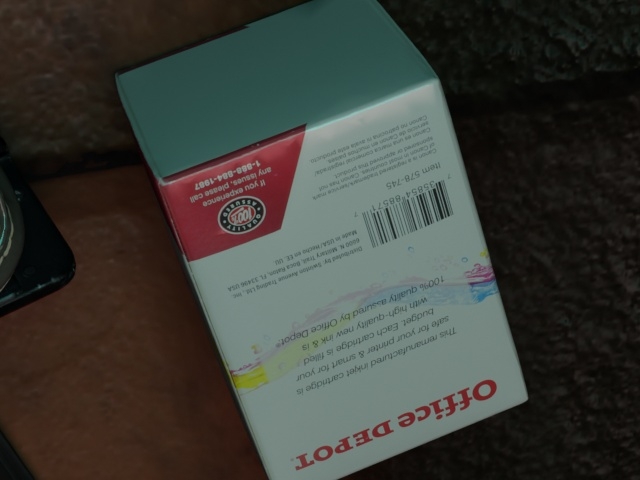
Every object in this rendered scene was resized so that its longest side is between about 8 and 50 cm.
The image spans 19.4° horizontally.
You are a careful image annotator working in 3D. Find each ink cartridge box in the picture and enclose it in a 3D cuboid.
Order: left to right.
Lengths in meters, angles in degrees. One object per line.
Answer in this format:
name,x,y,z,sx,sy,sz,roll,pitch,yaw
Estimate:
ink cartridge box,0.000,0.000,0.855,0.128,0.127,0.176,-21,119,-6

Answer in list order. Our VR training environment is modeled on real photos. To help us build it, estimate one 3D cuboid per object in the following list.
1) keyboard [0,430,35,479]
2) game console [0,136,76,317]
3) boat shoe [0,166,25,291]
keyboard,-0.282,0.076,0.870,0.201,0.033,0.317,-32,119,-6
game console,-0.195,-0.018,0.801,0.144,0.124,0.085,-26,147,-18
boat shoe,-0.263,-0.064,0.721,0.335,0.095,0.112,31,77,-14
